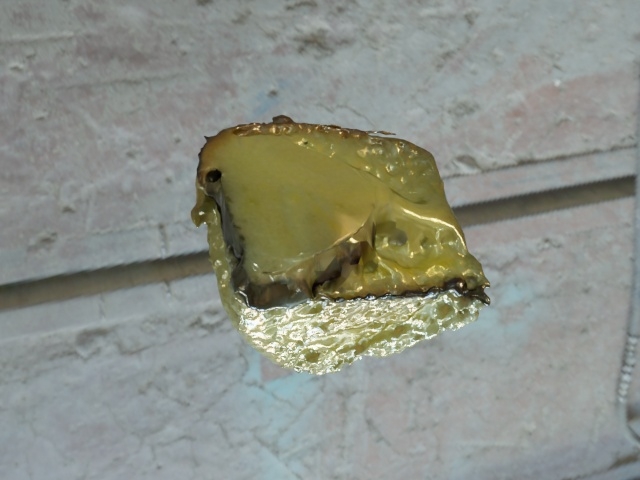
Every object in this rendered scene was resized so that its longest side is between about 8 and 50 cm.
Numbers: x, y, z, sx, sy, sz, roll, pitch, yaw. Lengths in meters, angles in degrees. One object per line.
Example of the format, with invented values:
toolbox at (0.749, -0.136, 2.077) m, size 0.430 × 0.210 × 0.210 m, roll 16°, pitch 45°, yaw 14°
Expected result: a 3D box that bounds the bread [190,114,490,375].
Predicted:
bread at (0.000, 0.000, 0.855) m, size 0.262 × 0.204 × 0.162 m, roll 6°, pitch 146°, yaw -33°
